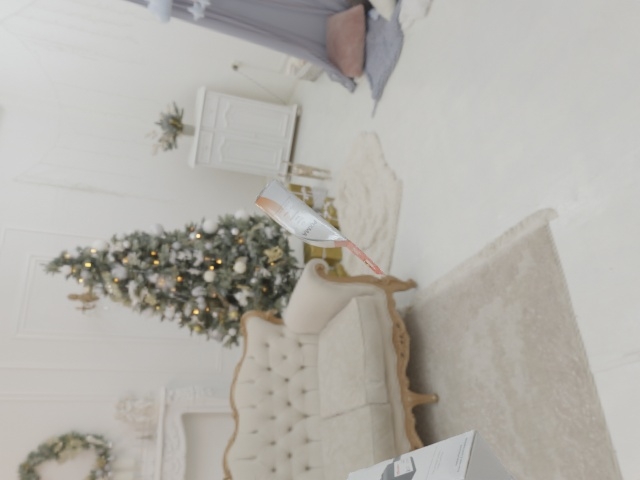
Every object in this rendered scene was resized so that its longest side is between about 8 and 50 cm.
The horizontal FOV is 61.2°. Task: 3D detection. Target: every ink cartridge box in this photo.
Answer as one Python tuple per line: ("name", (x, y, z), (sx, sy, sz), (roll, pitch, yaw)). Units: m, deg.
("ink cartridge box", (0.000, 0.000, 0.716), (0.045, 0.179, 0.145), (-48, -4, -1))
("ink cartridge box", (0.205, 0.507, 0.973), (0.307, 0.223, 0.129), (-35, 4, 32))
